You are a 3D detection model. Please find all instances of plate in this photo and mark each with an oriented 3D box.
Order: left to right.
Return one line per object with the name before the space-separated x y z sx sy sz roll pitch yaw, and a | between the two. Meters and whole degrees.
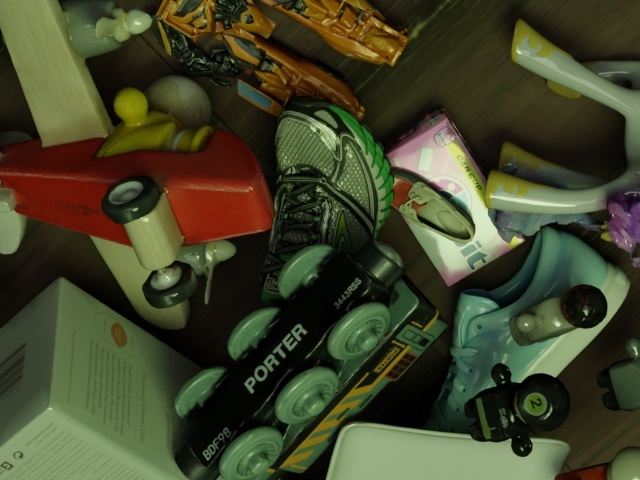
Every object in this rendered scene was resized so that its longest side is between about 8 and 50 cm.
plate | 0.119 0.317 1.481 0.277 0.045 0.278 7 121 -15

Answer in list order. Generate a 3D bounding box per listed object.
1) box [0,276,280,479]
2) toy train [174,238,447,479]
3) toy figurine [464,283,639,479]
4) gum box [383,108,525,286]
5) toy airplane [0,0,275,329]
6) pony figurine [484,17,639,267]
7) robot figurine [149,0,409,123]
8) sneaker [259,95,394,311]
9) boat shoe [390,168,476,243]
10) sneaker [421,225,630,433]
box | -0.224 0.240 1.469 0.168 0.215 0.345 -39 123 22
toy train | -0.011 0.144 1.378 0.334 0.190 0.142 -49 54 9
toy figurine | 0.287 0.166 1.373 0.213 0.148 0.209 38 62 -9
gum box | 0.147 -0.055 1.514 0.107 0.062 0.188 -32 101 11
toy airplane | -0.238 -0.091 1.444 0.384 0.272 0.386 41 146 0
pony figurine | 0.373 -0.067 1.391 0.364 0.303 0.351 9 76 13
robot figurine | -0.056 -0.248 1.459 0.291 0.085 0.211 29 106 -5
sneaker | 0.000 0.000 1.448 0.134 0.146 0.343 13 122 35
boat shoe | 0.119 -0.039 1.465 0.137 0.043 0.049 31 108 -3
sneaker | 0.198 0.135 1.536 0.150 0.135 0.366 40 92 -7
